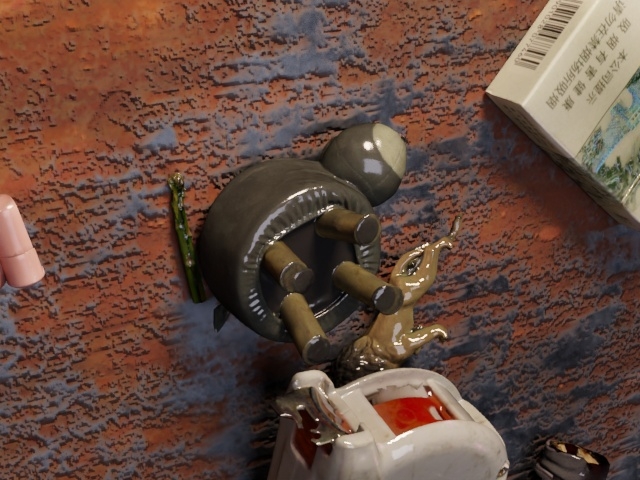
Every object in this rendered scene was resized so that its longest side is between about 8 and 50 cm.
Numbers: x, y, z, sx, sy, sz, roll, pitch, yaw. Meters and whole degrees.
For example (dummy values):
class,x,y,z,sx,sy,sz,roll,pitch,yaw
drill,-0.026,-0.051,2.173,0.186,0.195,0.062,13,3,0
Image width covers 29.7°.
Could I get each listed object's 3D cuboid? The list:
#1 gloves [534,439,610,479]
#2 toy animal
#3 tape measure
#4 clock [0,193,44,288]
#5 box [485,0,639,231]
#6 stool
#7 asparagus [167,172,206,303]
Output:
class,x,y,z,sx,sy,sz,roll,pitch,yaw
gloves,0.233,0.355,1.342,0.119,0.142,0.285,37,88,-5
toy animal,0.091,0.071,1.196,0.086,0.069,0.220,30,89,-24
tape measure,0.056,0.246,1.170,0.265,0.130,0.258,-6,125,-30
clock,-0.312,0.012,0.895,0.162,0.166,0.093,-30,119,-26
box,0.307,-0.138,1.241,0.256,0.069,0.164,37,88,-33
stool,-0.006,-0.004,1.070,0.153,0.139,0.228,17,101,-38
asparagus,-0.120,-0.001,1.081,0.018,0.015,0.127,-24,118,-31
